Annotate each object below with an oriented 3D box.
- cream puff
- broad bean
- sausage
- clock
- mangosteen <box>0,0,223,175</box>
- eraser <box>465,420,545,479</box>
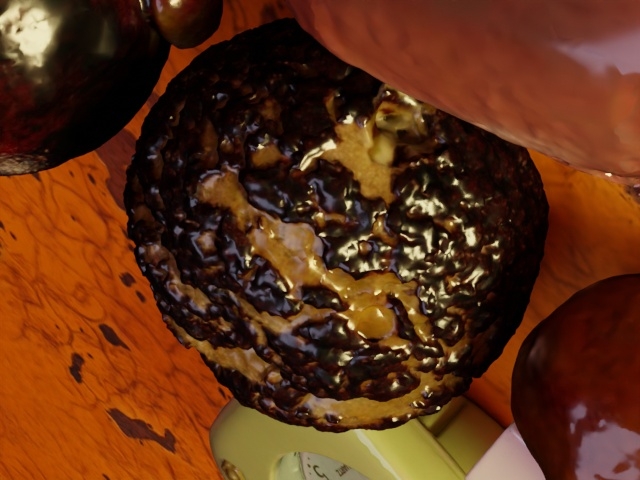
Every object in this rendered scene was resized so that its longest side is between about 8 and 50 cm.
[{"bbox_3d":[0.000,0.000,0.768,0.239,0.165,0.239,27,147,19],"label":"cream puff"},{"bbox_3d":[0.194,0.112,0.673,0.228,0.156,0.122,47,154,13],"label":"broad bean"},{"bbox_3d":[0.094,-0.111,0.557,0.280,0.152,0.152,28,143,32],"label":"sausage"},{"bbox_3d":[0.067,0.193,0.978,0.308,0.096,0.235,46,148,4],"label":"clock"},{"bbox_3d":[-0.154,-0.153,0.781,0.265,0.228,0.228,-11,121,19],"label":"mangosteen"},{"bbox_3d":[0.217,0.196,0.754,0.298,0.076,0.078,44,148,12],"label":"eraser"}]
